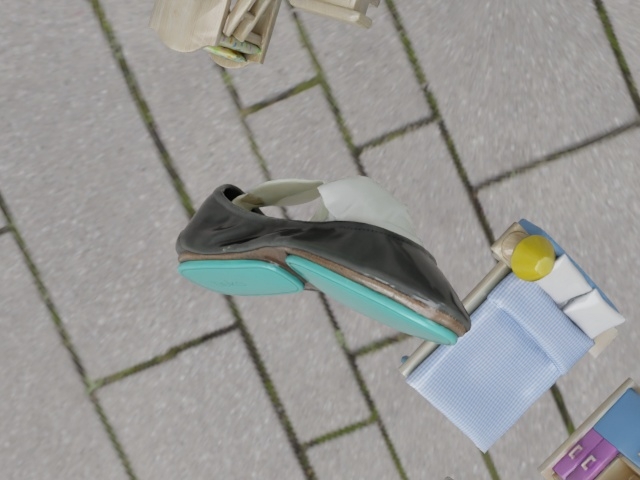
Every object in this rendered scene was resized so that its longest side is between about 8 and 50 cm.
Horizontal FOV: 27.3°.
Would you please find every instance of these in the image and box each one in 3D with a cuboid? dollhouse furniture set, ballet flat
[{"bbox_3d":[-0.021,-0.175,1.050,0.161,0.182,0.101,18,96,17],"label":"dollhouse furniture set"},{"bbox_3d":[0.000,0.000,0.927,0.280,0.095,0.096,11,72,44],"label":"ballet flat"},{"bbox_3d":[0.203,0.184,1.219,0.286,0.198,0.303,-45,116,-1],"label":"dollhouse furniture set"}]
